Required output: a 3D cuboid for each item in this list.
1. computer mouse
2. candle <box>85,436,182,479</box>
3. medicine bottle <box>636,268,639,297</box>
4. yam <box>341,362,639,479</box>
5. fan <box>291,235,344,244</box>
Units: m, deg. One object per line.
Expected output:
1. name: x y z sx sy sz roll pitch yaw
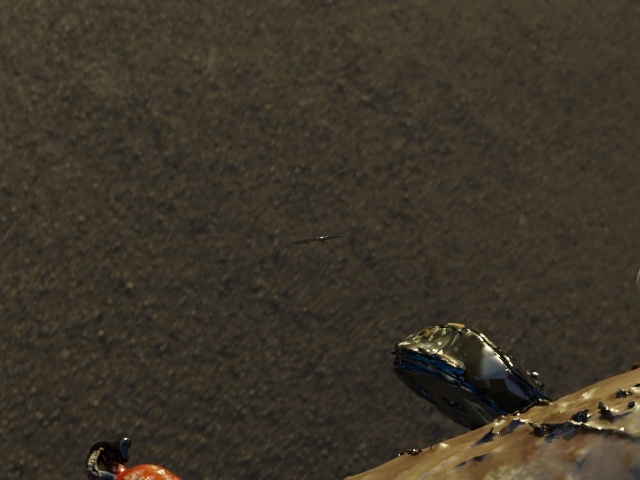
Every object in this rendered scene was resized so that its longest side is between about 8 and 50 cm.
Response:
1. computer mouse: 0.166 0.144 1.337 0.077 0.241 0.146 -53 125 -15
2. candle: -0.065 0.191 0.810 0.084 0.059 0.301 -14 25 -38
3. medicine bottle: 0.445 0.012 1.431 0.119 0.069 0.183 30 64 21
4. yam: 0.120 0.107 0.441 0.131 0.279 0.131 48 28 -37
5. fan: 0.000 0.000 2.017 0.085 0.133 0.005 -8 87 8
